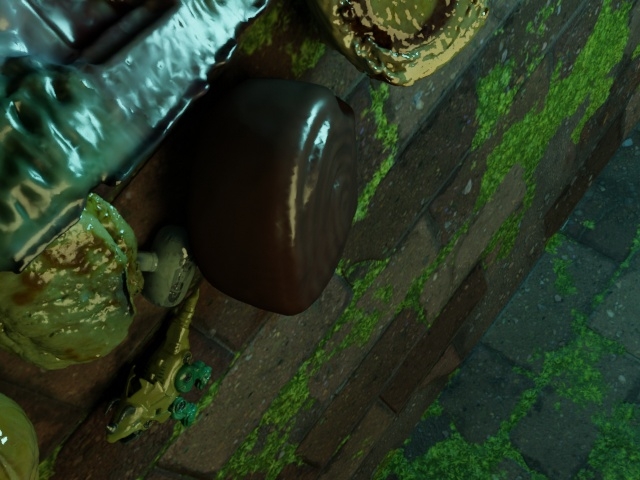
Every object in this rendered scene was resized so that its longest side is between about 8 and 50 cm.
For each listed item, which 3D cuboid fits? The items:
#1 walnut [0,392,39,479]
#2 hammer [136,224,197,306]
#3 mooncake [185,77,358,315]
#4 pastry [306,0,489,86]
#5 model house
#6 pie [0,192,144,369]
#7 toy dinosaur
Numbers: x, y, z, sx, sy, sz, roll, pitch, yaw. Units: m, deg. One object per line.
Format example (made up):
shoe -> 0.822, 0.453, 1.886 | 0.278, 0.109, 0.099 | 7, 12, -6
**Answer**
walnut -> -0.416, 0.267, 0.794 | 0.193, 0.193, 0.226 | -32, 152, -35
hammer -> -0.250, 0.030, 0.927 | 0.193, 0.069, 0.116 | 6, 114, -48
mooncake -> -0.045, -0.058, 0.979 | 0.334, 0.174, 0.326 | -23, 125, -65
pastry -> 0.092, -0.350, 0.940 | 0.256, 0.170, 0.237 | -50, 125, -11
model house -> -0.262, -0.204, 0.450 | 0.339, 0.297, 0.360 | 54, 49, -29
pie -> -0.301, 0.049, 0.803 | 0.201, 0.090, 0.248 | -23, 132, -14
toy dinosaur -> -0.233, 0.198, 1.086 | 0.259, 0.094, 0.153 | -62, 154, -7
